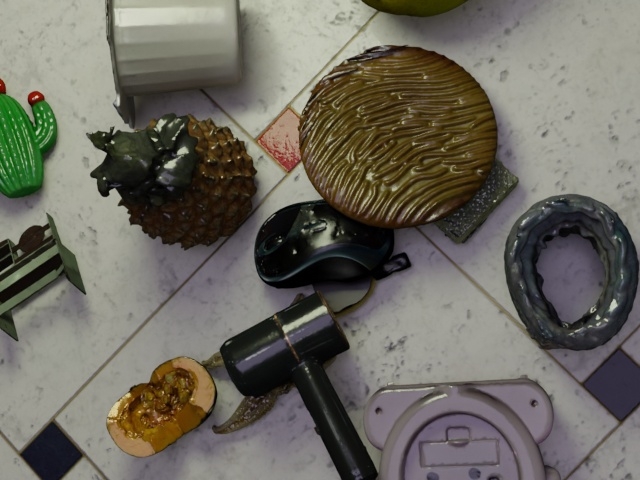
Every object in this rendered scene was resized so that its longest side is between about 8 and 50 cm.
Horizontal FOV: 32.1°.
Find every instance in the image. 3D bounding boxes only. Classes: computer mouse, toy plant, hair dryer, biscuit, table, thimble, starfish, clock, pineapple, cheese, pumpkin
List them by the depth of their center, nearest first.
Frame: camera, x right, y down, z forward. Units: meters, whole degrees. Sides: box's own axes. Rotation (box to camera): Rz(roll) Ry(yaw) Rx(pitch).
[{"bbox_3d":[0.375,0.051,1.680,0.205,0.172,0.236,8,86,14],"label":"thimble"},{"bbox_3d":[-0.007,0.267,1.683,0.189,0.107,0.352,-28,67,1],"label":"hair dryer"},{"bbox_3d":[0.217,0.373,1.700,0.296,0.113,0.322,-5,84,10],"label":"clock"},{"bbox_3d":[-0.236,-0.107,1.717,0.223,0.357,0.222,-2,82,13],"label":"pineapple"},{"bbox_3d":[0.122,-0.167,1.759,0.318,0.040,0.317,-2,71,5],"label":"biscuit"},{"bbox_3d":[0.000,0.000,1.775,0.233,0.096,0.137,-15,54,8],"label":"computer mouse"},{"bbox_3d":[0.187,-0.126,1.795,0.147,0.046,0.250,-44,75,-2],"label":"biscuit"},{"bbox_3d":[-0.249,0.267,1.801,0.183,0.107,0.119,-34,81,-1],"label":"pumpkin"},{"bbox_3d":[0.068,0.061,1.802,0.163,0.036,0.086,-24,74,6],"label":"cheese"},{"bbox_3d":[-0.098,0.207,1.811,0.247,0.050,0.138,-34,77,2],"label":"starfish"},{"bbox_3d":[-0.490,0.059,1.889,0.146,0.062,0.175,-33,47,5],"label":"table"},{"bbox_3d":[-0.534,-0.189,1.923,0.155,0.088,0.240,4,73,-1],"label":"toy plant"}]

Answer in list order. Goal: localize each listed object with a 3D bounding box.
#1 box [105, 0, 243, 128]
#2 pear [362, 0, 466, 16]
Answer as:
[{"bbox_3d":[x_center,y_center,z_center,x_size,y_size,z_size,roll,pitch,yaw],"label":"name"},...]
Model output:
[{"bbox_3d":[-0.232,-0.318,1.825,0.207,0.262,0.291,-3,121,0],"label":"box"},{"bbox_3d":[0.156,-0.491,1.739,0.294,0.294,0.294,-1,83,10],"label":"pear"}]
